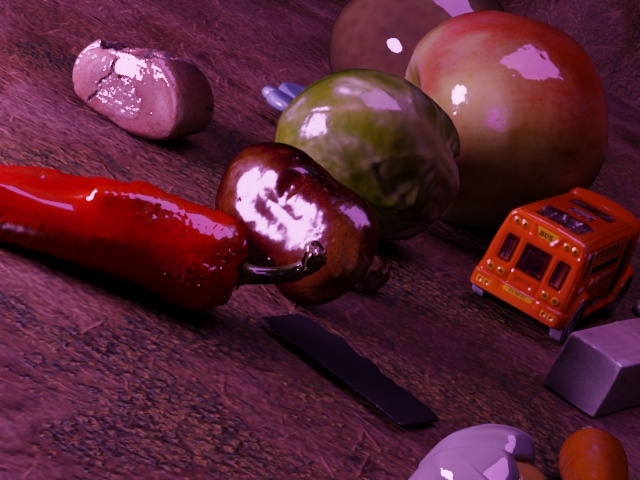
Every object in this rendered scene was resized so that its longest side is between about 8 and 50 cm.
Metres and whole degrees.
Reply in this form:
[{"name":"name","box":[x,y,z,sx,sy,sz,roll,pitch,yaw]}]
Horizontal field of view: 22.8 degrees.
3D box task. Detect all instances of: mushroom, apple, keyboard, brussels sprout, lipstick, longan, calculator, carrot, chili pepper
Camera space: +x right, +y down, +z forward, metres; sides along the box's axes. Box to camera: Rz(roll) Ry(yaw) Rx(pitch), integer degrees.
[{"name":"mushroom","box":[0.000,0.000,1.789,0.227,0.148,0.217,48,8,31]},{"name":"apple","box":[0.258,-0.168,2.244,0.277,0.319,0.319,5,21,-10]},{"name":"keyboard","box":[0.028,0.129,1.586,0.196,0.015,0.074,35,23,30]},{"name":"brussels sprout","box":[0.058,-0.106,1.982,0.244,0.244,0.244,23,17,-8]},{"name":"lipstick","box":[0.394,0.144,1.937,0.080,0.076,0.371,36,20,27]},{"name":"longan","box":[0.175,-0.305,2.626,0.319,0.319,0.319,23,17,-8]},{"name":"calculator","box":[0.033,-0.181,2.454,0.302,0.042,0.188,13,22,-36]},{"name":"carrot","box":[0.260,0.253,1.467,0.069,0.069,0.336,24,20,-4]},{"name":"chili pepper","box":[-0.188,-0.005,1.542,0.387,0.110,0.110,17,18,-7]}]

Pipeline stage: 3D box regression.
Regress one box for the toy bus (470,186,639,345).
[{"name":"toy bus","box":[0.323,0.020,2.077,0.143,0.153,0.329,30,18,20]}]

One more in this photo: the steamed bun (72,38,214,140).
[{"name":"steamed bun","box":[-0.222,-0.201,2.051,0.175,0.106,0.145,28,17,17]}]

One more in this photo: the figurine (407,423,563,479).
[{"name":"figurine","box":[0.178,0.241,1.262,0.236,0.133,0.176,30,21,8]}]

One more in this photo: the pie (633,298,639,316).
[{"name":"pie","box":[0.483,0.109,2.262,0.085,0.017,0.085,22,18,-8]}]
